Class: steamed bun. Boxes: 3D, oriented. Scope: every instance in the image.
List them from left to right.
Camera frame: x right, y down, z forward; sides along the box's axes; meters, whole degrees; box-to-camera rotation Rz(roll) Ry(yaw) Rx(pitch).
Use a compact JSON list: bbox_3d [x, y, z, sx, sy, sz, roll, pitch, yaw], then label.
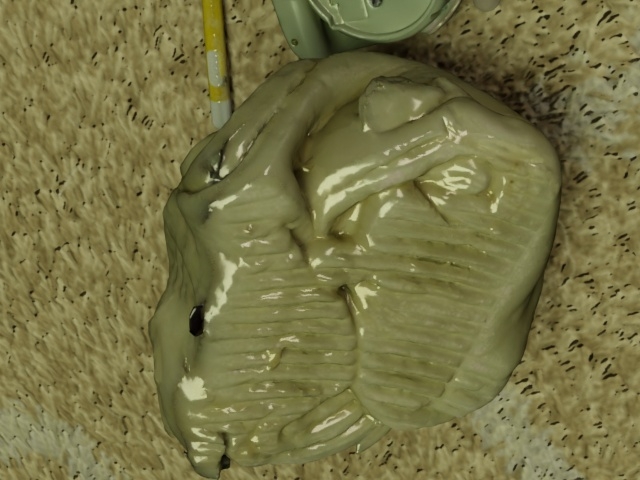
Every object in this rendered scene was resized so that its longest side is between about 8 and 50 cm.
[{"bbox_3d":[0.000,0.000,1.413,0.394,0.237,0.346,-39,123,8],"label":"steamed bun"}]

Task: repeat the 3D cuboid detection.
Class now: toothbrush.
[{"bbox_3d":[-0.094,-0.222,1.455,0.021,0.024,0.288,9,122,19],"label":"toothbrush"}]

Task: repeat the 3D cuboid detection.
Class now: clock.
[{"bbox_3d":[0.047,-0.226,1.361,0.191,0.062,0.151,-6,115,28],"label":"clock"}]
